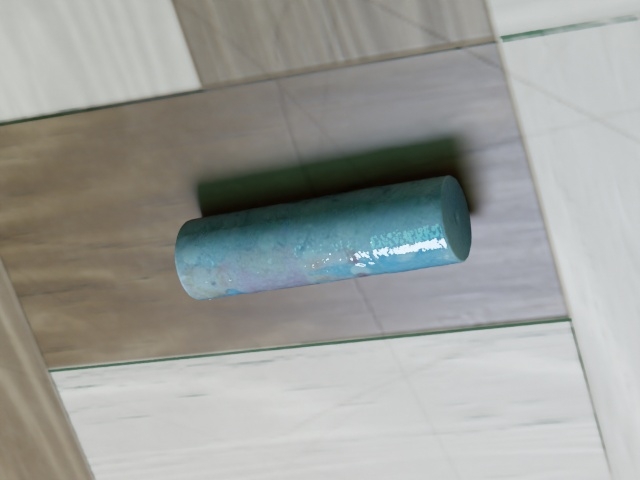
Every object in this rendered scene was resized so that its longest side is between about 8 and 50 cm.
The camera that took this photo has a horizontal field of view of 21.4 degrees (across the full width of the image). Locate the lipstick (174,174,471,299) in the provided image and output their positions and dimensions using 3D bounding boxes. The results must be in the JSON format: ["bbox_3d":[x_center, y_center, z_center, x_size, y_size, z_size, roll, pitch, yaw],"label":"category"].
[{"bbox_3d":[0.000,0.000,0.913,0.158,0.048,0.048,-9,116,24],"label":"lipstick"}]
